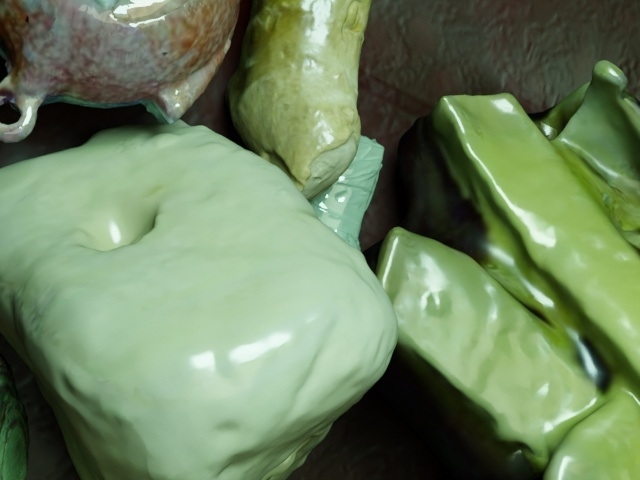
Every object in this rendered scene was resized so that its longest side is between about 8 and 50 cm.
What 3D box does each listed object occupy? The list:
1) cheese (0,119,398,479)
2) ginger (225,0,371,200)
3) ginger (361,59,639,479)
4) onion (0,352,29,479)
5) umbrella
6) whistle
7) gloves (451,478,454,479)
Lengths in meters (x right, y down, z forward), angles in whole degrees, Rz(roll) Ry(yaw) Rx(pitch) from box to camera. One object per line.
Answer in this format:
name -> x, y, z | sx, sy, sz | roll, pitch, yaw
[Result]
cheese -> -0.058, 0.072, 0.642 | 0.174, 0.248, 0.251 | -26, 110, -22
ginger -> -0.010, -0.109, 0.731 | 0.069, 0.095, 0.190 | 13, 82, -28
ginger -> 0.241, 0.027, 0.740 | 0.413, 0.211, 0.358 | 28, 54, -18
onion -> -0.212, 0.099, 0.634 | 0.119, 0.118, 0.117 | -9, 113, -26
umbrella -> 0.000, 0.000, 0.766 | 0.067, 0.062, 0.143 | 20, 82, -57
whistle -> -0.083, -0.192, 0.677 | 0.142, 0.133, 0.346 | 26, 69, 13
gloves -> 0.194, 0.160, 0.846 | 0.212, 0.111, 0.127 | -16, 95, -17
